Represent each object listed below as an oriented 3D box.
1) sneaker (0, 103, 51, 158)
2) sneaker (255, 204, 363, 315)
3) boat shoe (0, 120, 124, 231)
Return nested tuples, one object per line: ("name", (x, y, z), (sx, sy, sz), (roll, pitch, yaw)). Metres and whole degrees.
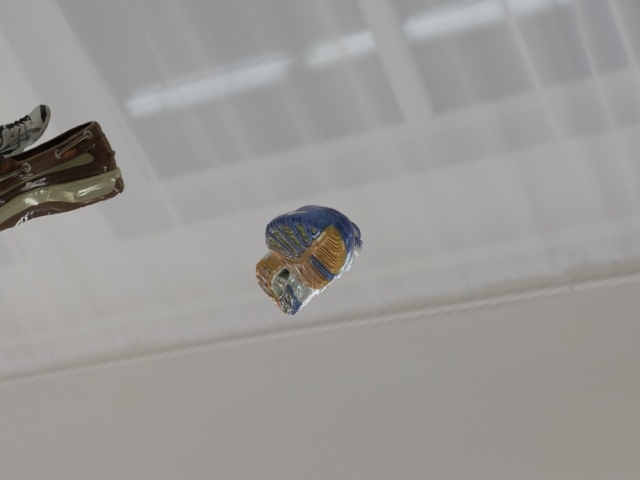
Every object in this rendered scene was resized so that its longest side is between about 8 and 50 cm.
("sneaker", (-0.320, -0.114, 1.274), (0.083, 0.037, 0.032), (-50, -143, 0))
("sneaker", (0.000, 0.000, 1.597), (0.131, 0.112, 0.296), (-37, 177, -21))
("boat shoe", (-0.330, -0.061, 1.214), (0.257, 0.095, 0.095), (-20, -164, -31))
